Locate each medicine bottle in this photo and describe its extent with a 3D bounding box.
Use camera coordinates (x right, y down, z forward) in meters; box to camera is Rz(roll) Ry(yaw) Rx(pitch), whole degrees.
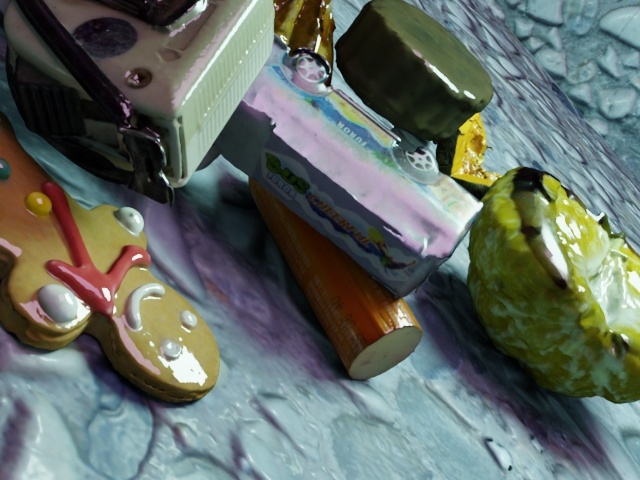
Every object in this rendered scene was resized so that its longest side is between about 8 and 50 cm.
[{"bbox_3d":[0.111,-0.130,1.486,0.058,0.091,0.058,36,27,-21],"label":"medicine bottle"}]

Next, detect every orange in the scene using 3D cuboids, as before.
[{"bbox_3d":[0.325,0.084,1.352,0.368,0.210,0.271,43,27,-10],"label":"orange"}]

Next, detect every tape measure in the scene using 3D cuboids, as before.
[{"bbox_3d":[-0.185,-0.176,0.913,0.231,0.133,0.271,16,54,11],"label":"tape measure"}]

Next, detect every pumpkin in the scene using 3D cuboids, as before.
[{"bbox_3d":[0.251,-0.114,1.662,0.119,0.107,0.183,-12,68,-53],"label":"pumpkin"}]

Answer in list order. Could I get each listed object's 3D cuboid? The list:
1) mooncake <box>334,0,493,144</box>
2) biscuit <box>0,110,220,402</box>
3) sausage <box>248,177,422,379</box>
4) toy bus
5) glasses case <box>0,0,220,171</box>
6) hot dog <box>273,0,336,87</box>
[{"bbox_3d":[0.127,-0.235,1.428,0.228,0.124,0.228,33,26,-19],"label":"mooncake"},{"bbox_3d":[-0.209,0.004,0.842,0.339,0.047,0.216,44,26,-3],"label":"biscuit"},{"bbox_3d":[0.000,0.000,1.118,0.093,0.093,0.312,12,41,-50],"label":"sausage"},{"bbox_3d":[0.009,-0.082,1.053,0.317,0.112,0.138,38,43,0],"label":"toy bus"},{"bbox_3d":[-0.220,-0.189,1.082,0.297,0.075,0.113,43,25,-7],"label":"glasses case"},{"bbox_3d":[-0.053,-0.331,1.377,0.174,0.267,0.387,-3,40,-11],"label":"hot dog"}]
